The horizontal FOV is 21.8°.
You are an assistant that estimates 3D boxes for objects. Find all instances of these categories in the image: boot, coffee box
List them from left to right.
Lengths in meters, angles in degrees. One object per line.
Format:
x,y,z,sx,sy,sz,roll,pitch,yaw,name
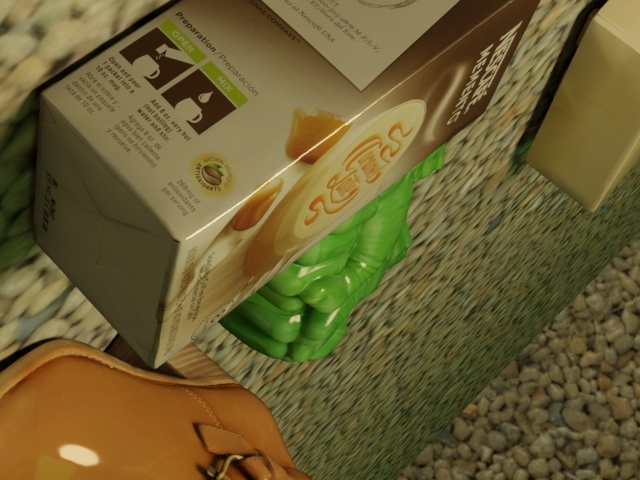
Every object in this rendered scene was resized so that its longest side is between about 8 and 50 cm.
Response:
-0.102,0.167,1.002,0.109,0.220,0.283,-50,166,22,boot
-0.015,-0.067,0.815,0.246,0.098,0.141,-38,166,-25,coffee box

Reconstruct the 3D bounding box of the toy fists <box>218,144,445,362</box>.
0.000,0.000,1.081,0.142,0.096,0.279,-39,167,-18,toy fists

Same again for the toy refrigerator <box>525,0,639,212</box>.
0.267,-0.139,1.477,0.102,0.094,0.269,-47,169,-20,toy refrigerator
